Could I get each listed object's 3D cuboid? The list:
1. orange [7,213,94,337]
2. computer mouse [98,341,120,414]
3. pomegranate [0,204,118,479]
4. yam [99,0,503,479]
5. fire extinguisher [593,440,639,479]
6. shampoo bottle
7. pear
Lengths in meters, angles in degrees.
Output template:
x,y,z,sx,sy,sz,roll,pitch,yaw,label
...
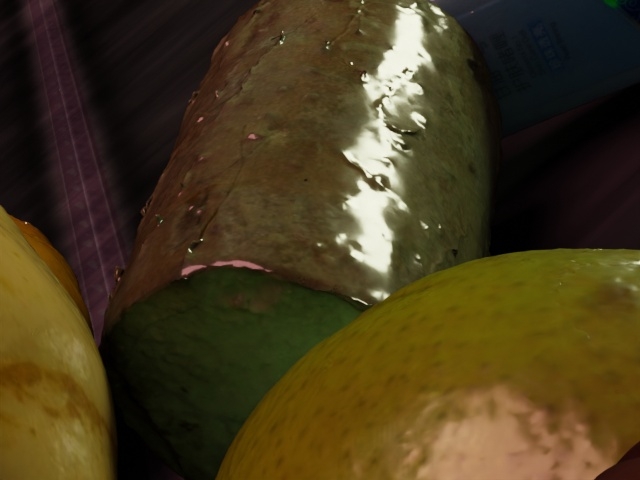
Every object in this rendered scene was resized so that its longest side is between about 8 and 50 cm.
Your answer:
x,y,z,sx,sy,sz,roll,pitch,yaw,label
-0.204,0.089,0.971,0.249,0.183,0.249,10,-90,-90,orange
-0.043,0.010,1.051,0.232,0.057,0.120,-42,20,-9,computer mouse
-0.209,0.120,0.694,0.342,0.342,0.342,-33,20,14,pomegranate
0.000,0.000,0.846,0.161,0.161,0.268,-29,23,24,yam
0.199,0.008,0.473,0.341,0.141,0.105,-33,53,-28,fire extinguisher
0.071,-0.094,0.964,0.258,0.104,0.061,-23,23,17,shampoo bottle
0.046,0.126,0.548,0.288,0.139,0.239,-28,32,26,pear
